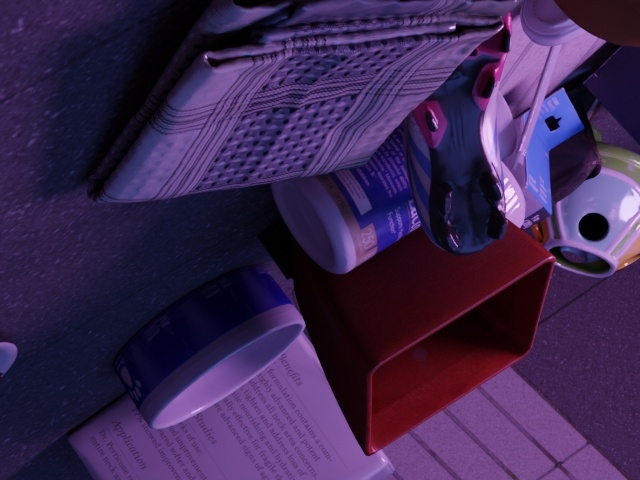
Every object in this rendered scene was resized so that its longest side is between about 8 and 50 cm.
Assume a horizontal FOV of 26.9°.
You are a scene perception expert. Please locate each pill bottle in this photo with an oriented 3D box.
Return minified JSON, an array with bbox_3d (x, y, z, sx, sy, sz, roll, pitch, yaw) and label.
[{"bbox_3d":[0.087,-0.088,1.547,0.265,0.153,0.153,-32,167,-16],"label":"pill bottle"}]

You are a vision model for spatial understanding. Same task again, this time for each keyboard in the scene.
[{"bbox_3d":[0.269,-0.207,1.581,0.072,0.014,0.256,63,46,-73],"label":"keyboard"}]

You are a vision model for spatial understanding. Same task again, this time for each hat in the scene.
[{"bbox_3d":[0.386,-0.132,2.233,0.331,0.134,0.331,-33,167,-8],"label":"hat"}]

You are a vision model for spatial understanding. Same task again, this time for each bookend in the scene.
[{"bbox_3d":[0.000,0.000,1.831,0.157,0.072,0.156,-33,168,-10],"label":"bookend"}]

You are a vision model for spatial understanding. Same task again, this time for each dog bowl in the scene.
[{"bbox_3d":[-0.157,0.152,1.904,0.265,0.104,0.265,-34,167,-9],"label":"dog bowl"}]

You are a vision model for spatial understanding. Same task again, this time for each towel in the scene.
[{"bbox_3d":[-0.013,-0.123,1.172,0.312,0.056,0.324,-8,158,-33],"label":"towel"}]

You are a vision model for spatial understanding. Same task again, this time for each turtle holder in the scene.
[{"bbox_3d":[0.529,-0.045,2.456,0.243,0.320,0.227,-26,-141,60],"label":"turtle holder"}]

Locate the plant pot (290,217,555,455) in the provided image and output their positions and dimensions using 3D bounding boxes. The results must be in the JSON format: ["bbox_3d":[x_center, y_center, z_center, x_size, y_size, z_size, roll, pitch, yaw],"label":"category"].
[{"bbox_3d":[0.100,0.065,1.671,0.267,0.236,0.267,-31,153,-16],"label":"plant pot"}]

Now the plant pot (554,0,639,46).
[{"bbox_3d":[0.318,-0.292,1.181,0.291,0.291,0.203,-31,-177,-21],"label":"plant pot"}]

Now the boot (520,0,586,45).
[{"bbox_3d":[0.309,-0.326,1.440,0.258,0.095,0.123,-45,161,5],"label":"boot"}]

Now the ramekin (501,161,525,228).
[{"bbox_3d":[0.182,-0.058,1.813,0.109,0.207,0.207,-41,169,-14],"label":"ramekin"}]

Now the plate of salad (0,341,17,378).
[{"bbox_3d":[-0.411,0.176,1.449,0.200,0.048,0.200,-34,168,-8],"label":"plate of salad"}]

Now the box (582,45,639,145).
[{"bbox_3d":[0.631,-0.299,2.108,0.312,0.179,0.343,-46,164,28],"label":"box"}]

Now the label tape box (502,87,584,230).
[{"bbox_3d":[0.260,-0.074,2.022,0.334,0.106,0.240,-30,163,12],"label":"label tape box"}]

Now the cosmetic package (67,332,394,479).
[{"bbox_3d":[-0.130,0.349,2.185,0.394,0.329,0.327,-34,167,-2],"label":"cosmetic package"}]

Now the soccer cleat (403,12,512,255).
[{"bbox_3d":[0.125,-0.145,1.376,0.116,0.143,0.331,-10,117,-12],"label":"soccer cleat"}]
